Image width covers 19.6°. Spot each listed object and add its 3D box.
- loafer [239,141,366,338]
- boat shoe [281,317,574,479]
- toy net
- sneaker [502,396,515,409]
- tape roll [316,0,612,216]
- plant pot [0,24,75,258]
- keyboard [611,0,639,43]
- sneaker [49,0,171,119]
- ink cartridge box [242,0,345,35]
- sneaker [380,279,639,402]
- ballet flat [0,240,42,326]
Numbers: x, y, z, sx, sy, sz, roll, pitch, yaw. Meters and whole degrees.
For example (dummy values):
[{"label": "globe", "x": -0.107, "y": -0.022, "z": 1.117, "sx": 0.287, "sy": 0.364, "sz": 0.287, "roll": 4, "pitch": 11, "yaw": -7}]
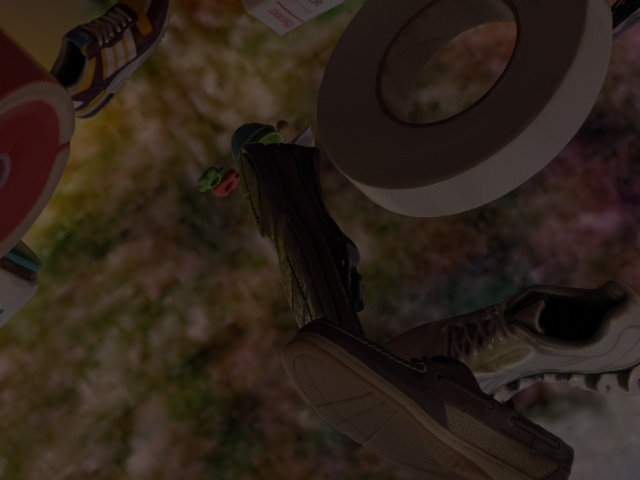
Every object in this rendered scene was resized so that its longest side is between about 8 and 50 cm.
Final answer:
[{"label": "loafer", "x": 0.000, "y": 0.000, "z": 1.941, "sx": 0.095, "sy": 0.109, "sz": 0.302, "roll": -11, "pitch": -132, "yaw": -17}, {"label": "boat shoe", "x": 0.096, "y": 0.144, "z": 1.577, "sx": 0.103, "sy": 0.285, "sz": 0.092, "roll": -35, "pitch": -156, "yaw": 59}, {"label": "toy net", "x": -0.063, "y": -0.095, "z": 2.339, "sx": 0.122, "sy": 0.045, "sz": 0.232, "roll": -56, "pitch": 158, "yaw": 15}, {"label": "sneaker", "x": 0.188, "y": 0.232, "z": 2.212, "sx": 0.080, "sy": 0.081, "sz": 0.211, "roll": 104, "pitch": -16, "yaw": -47}, {"label": "tape roll", "x": 0.173, "y": -0.210, "z": 2.280, "sx": 0.392, "sy": 0.072, "sz": 0.392, "roll": -22, "pitch": -133, "yaw": 26}, {"label": "plant pot", "x": -0.361, "y": -0.107, "z": 1.575, "sx": 0.275, "sy": 0.243, "sz": 0.275, "roll": -49, "pitch": 159, "yaw": -26}, {"label": "keyboard", "x": 0.418, "y": -0.320, "z": 2.428, "sx": 0.192, "sy": 0.038, "sz": 0.100, "roll": -40, "pitch": 166, "yaw": 4}, {"label": "sneaker", "x": -0.242, "y": -0.227, "z": 2.102, "sx": 0.069, "sy": 0.084, "sz": 0.185, "roll": 31, "pitch": -95, "yaw": 32}, {"label": "ink cartridge box", "x": -0.009, "y": -0.386, "z": 2.497, "sx": 0.353, "sy": 0.119, "sz": 0.207, "roll": -27, "pitch": 172, "yaw": 10}, {"label": "sneaker", "x": 0.173, "y": 0.091, "z": 1.712, "sx": 0.292, "sy": 0.118, "sz": 0.110, "roll": -12, "pitch": -121, "yaw": 21}, {"label": "ballet flat", "x": -0.405, "y": -0.031, "z": 1.796, "sx": 0.139, "sy": 0.139, "sz": 0.400, "roll": -36, "pitch": -133, "yaw": -10}]
